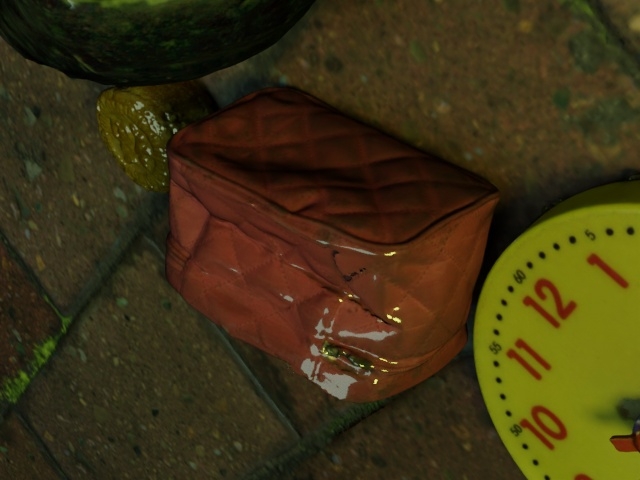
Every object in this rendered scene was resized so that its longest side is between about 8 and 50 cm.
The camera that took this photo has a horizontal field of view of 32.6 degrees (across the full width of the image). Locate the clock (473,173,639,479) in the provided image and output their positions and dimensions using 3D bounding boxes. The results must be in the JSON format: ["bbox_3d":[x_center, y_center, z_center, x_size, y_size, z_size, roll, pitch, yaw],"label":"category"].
[{"bbox_3d":[0.210,0.105,0.636,0.293,0.071,0.277,40,139,20],"label":"clock"}]

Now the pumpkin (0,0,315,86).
[{"bbox_3d":[-0.119,-0.243,0.606,0.323,0.241,0.323,40,154,24],"label":"pumpkin"}]

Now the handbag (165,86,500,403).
[{"bbox_3d":[0.000,0.000,0.727,0.225,0.146,0.135,28,127,31],"label":"handbag"}]

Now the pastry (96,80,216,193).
[{"bbox_3d":[-0.128,-0.089,0.870,0.109,0.057,0.097,12,129,44],"label":"pastry"}]
